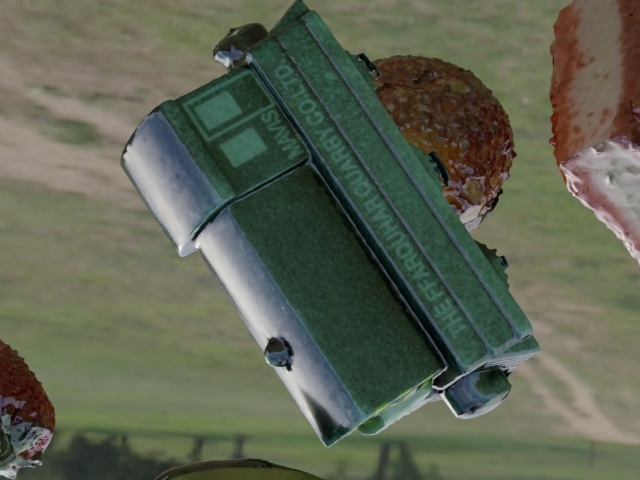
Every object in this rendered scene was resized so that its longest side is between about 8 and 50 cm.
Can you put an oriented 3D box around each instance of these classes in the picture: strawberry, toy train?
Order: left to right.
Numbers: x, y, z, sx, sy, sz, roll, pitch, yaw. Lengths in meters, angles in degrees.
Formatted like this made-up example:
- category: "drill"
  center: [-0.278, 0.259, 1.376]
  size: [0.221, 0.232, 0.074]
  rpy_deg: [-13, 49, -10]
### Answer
- category: "strawberry"
  center: [-0.352, 0.174, 1.708]
  size: [0.131, 0.131, 0.148]
  rpy_deg: [16, -156, -52]
- category: "toy train"
  center: [0.000, 0.000, 1.147]
  size: [0.178, 0.330, 0.138]
  rpy_deg: [-30, 172, -27]

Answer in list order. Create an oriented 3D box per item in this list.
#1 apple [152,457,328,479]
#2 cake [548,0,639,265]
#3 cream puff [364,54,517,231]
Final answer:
- category: "apple"
  center: [-0.053, 0.262, 1.209]
  size: [0.188, 0.207, 0.174]
  rpy_deg: [-10, -170, 33]
- category: "cake"
  center: [0.408, -0.129, 1.561]
  size: [0.320, 0.270, 0.269]
  rpy_deg: [-24, 127, 32]
- category: "cream puff"
  center: [0.083, -0.097, 1.679]
  size: [0.240, 0.240, 0.164]
  rpy_deg: [6, 139, 1]
